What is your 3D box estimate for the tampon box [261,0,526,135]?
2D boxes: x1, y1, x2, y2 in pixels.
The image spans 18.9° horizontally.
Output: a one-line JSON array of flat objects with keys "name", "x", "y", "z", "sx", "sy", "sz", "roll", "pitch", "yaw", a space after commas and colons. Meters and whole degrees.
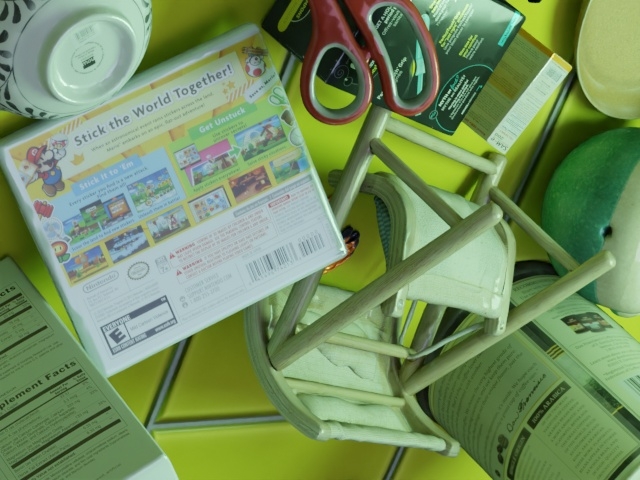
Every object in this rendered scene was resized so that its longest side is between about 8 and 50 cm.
[{"name": "tampon box", "x": 0.059, "y": -0.177, "z": 1.540, "sx": 0.161, "sy": 0.101, "sz": 0.120, "roll": 19, "pitch": 109, "yaw": -46}]

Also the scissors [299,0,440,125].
[{"name": "scissors", "x": 0.003, "y": -0.219, "z": 1.420, "sx": 0.109, "sy": 0.021, "sz": 0.297, "roll": -19, "pitch": 110, "yaw": 3}]

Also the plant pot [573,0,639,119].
[{"name": "plant pot", "x": 0.322, "y": -0.222, "z": 1.778, "sx": 0.236, "sy": 0.032, "sz": 0.236, "roll": -22, "pitch": 135, "yaw": -24}]

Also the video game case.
[{"name": "video game case", "x": -0.113, "y": -0.031, "z": 1.497, "sx": 0.227, "sy": 0.026, "sz": 0.206, "roll": -27, "pitch": 110, "yaw": -13}]

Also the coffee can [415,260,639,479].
[{"name": "coffee can", "x": 0.250, "y": 0.178, "z": 1.860, "sx": 0.201, "sy": 0.275, "sz": 0.201, "roll": -22, "pitch": 135, "yaw": -24}]

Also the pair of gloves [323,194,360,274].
[{"name": "pair of gloves", "x": 0.000, "y": 0.000, "z": 1.707, "sx": 0.074, "sy": 0.010, "sz": 0.083, "roll": -36, "pitch": 138, "yaw": -11}]

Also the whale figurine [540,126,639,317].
[{"name": "whale figurine", "x": 0.306, "y": -0.034, "z": 1.866, "sx": 0.272, "sy": 0.141, "sz": 0.216, "roll": -20, "pitch": 129, "yaw": -61}]

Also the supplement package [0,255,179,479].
[{"name": "supplement package", "x": -0.235, "y": 0.195, "z": 1.475, "sx": 0.198, "sy": 0.263, "sz": 0.199, "roll": -32, "pitch": 138, "yaw": -14}]

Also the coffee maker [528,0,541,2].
[{"name": "coffee maker", "x": 0.148, "y": -0.293, "z": 1.506, "sx": 0.178, "sy": 0.120, "sz": 0.171, "roll": 16, "pitch": 111, "yaw": -47}]

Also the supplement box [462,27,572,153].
[{"name": "supplement box", "x": 0.166, "y": -0.135, "z": 1.695, "sx": 0.098, "sy": 0.062, "sz": 0.036, "roll": -52, "pitch": 141, "yaw": 9}]

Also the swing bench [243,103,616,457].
[{"name": "swing bench", "x": 0.079, "y": 0.045, "z": 1.670, "sx": 0.255, "sy": 0.165, "sz": 0.253, "roll": -51, "pitch": 151, "yaw": 12}]

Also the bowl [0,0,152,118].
[{"name": "bowl", "x": -0.181, "y": -0.148, "z": 1.380, "sx": 0.170, "sy": 0.080, "sz": 0.170, "roll": -23, "pitch": 135, "yaw": -25}]
